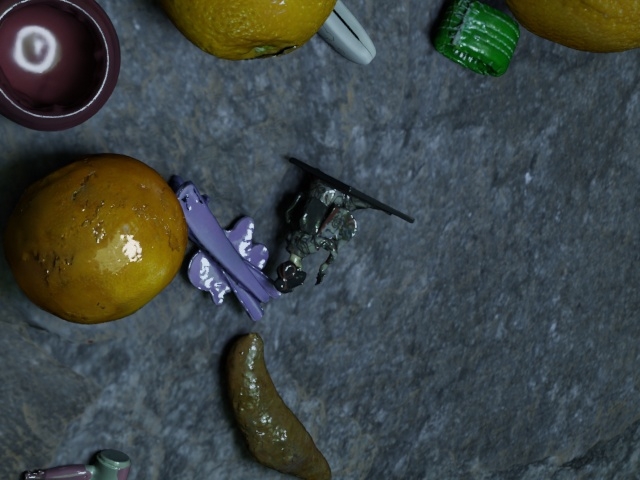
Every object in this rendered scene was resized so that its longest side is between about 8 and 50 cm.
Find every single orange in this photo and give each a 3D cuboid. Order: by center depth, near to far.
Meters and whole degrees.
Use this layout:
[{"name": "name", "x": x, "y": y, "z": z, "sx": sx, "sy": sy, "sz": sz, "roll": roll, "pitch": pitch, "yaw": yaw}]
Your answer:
[{"name": "orange", "x": -0.095, "y": -0.371, "z": 1.456, "sx": 0.274, "sy": 0.274, "sz": 0.274, "roll": -10, "pitch": 111, "yaw": -27}, {"name": "orange", "x": -0.296, "y": -0.003, "z": 1.480, "sx": 0.240, "sy": 0.240, "sz": 0.239, "roll": -10, "pitch": 111, "yaw": -27}, {"name": "orange", "x": 0.418, "y": -0.447, "z": 1.697, "sx": 0.357, "sy": 0.322, "sz": 0.322, "roll": 4, "pitch": 104, "yaw": -36}]

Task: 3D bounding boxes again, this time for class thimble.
[{"name": "thimble", "x": 0.246, "y": -0.322, "z": 1.763, "sx": 0.130, "sy": 0.118, "sz": 0.090, "roll": 25, "pitch": 89, "yaw": -52}]

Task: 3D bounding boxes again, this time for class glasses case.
[{"name": "glasses case", "x": 0.011, "y": -0.331, "z": 1.647, "sx": 0.193, "sy": 0.074, "sz": 0.049, "roll": 43, "pitch": 80, "yaw": -34}]

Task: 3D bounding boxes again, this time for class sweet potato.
[{"name": "sweet potato", "x": -0.076, "y": 0.303, "z": 1.798, "sx": 0.114, "sy": 0.092, "sz": 0.341, "roll": -46, "pitch": 125, "yaw": -29}]

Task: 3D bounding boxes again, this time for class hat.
[{"name": "hat", "x": -0.362, "y": -0.242, "z": 1.452, "sx": 0.206, "sy": 0.089, "sz": 0.205, "roll": -7, "pitch": 105, "yaw": -26}]

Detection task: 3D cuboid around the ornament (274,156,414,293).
[{"name": "ornament", "x": 0.000, "y": 0.000, "z": 1.701, "sx": 0.153, "sy": 0.166, "sz": 0.196, "roll": 27, "pitch": 93, "yaw": -43}]

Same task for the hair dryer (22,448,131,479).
[{"name": "hair dryer", "x": -0.372, "y": 0.362, "z": 1.680, "sx": 0.154, "sy": 0.054, "sz": 0.106, "roll": 15, "pitch": 103, "yaw": -23}]

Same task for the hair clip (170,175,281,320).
[{"name": "hair clip", "x": -0.154, "y": 0.001, "z": 1.663, "sx": 0.137, "sy": 0.090, "sz": 0.278, "roll": -51, "pitch": 132, "yaw": -21}]
